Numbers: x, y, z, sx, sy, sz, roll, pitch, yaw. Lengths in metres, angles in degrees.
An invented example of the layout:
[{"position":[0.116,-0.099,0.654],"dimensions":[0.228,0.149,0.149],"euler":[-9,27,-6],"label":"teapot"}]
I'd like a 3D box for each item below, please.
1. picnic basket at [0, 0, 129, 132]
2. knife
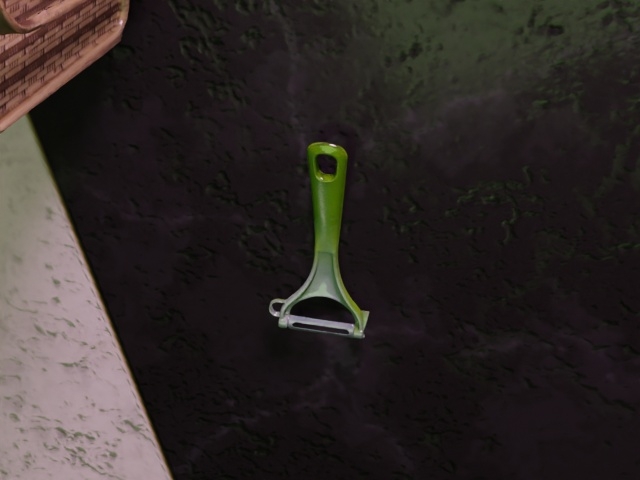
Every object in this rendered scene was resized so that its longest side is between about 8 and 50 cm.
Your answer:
[{"position":[-0.221,-0.238,0.847],"dimensions":[0.175,0.228,0.313],"euler":[12,118,12],"label":"picnic basket"},{"position":[0.000,-0.001,1.020],"dimensions":[0.078,0.023,0.166],"euler":[5,119,6],"label":"knife"}]
